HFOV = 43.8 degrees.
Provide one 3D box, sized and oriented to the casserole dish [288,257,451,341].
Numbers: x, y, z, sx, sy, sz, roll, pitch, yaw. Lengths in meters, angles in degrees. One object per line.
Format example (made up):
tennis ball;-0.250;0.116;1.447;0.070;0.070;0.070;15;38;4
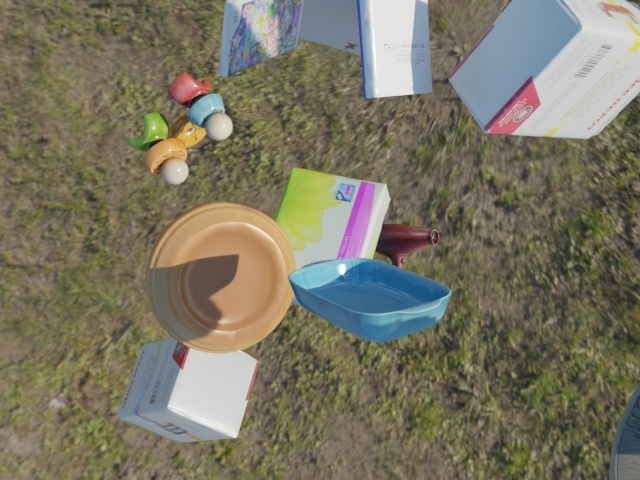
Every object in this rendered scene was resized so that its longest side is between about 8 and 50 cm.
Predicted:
casserole dish;0.046;0.058;0.797;0.114;0.188;0.037;-13;108;-31

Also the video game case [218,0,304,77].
video game case;-0.063;-0.237;0.882;0.011;0.122;0.087;35;135;24

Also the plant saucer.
plant saucer;-0.121;0.050;1.016;0.200;0.037;0.200;-3;99;-22

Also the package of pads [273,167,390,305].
package of pads;0.000;0.000;1.705;0.229;0.101;0.297;12;70;17

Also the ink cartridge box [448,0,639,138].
ink cartridge box;0.496;-0.357;1.619;0.279;0.384;0.160;-51;57;37

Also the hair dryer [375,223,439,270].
hair dryer;0.198;0.060;1.993;0.223;0.080;0.293;45;129;11

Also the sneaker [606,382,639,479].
sneaker;0.245;0.207;0.610;0.083;0.118;0.222;15;74;9

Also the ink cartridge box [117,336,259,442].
ink cartridge box;-0.207;0.230;1.233;0.127;0.128;0.176;32;149;-29

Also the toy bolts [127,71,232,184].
toy bolts;-0.275;-0.236;1.767;0.228;0.218;0.158;-47;69;28

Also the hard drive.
hard drive;0.149;-0.452;1.595;0.040;0.210;0.319;4;103;40

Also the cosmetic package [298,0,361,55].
cosmetic package;0.035;-0.696;1.832;0.329;0.327;0.394;12;81;-17
